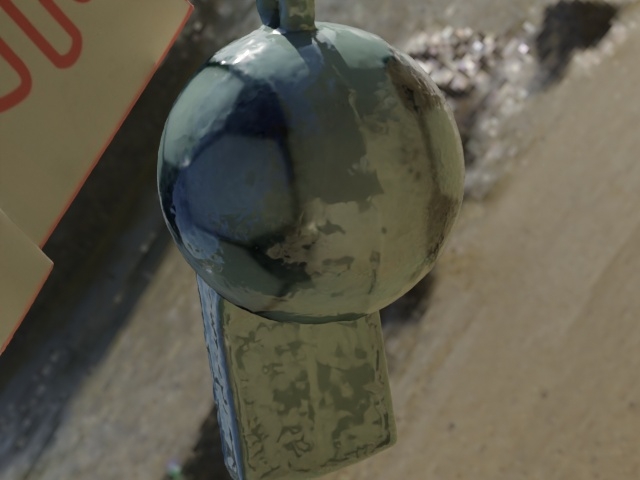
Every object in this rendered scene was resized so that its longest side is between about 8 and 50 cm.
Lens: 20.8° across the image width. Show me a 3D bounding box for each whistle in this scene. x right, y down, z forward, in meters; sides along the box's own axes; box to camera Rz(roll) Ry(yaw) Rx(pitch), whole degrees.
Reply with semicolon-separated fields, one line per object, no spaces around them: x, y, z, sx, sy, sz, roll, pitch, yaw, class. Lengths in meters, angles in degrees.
0.000;0.000;0.867;0.163;0.289;0.163;-8;16;2;whistle

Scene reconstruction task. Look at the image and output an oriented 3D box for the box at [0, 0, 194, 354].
-0.322;-0.123;1.094;0.314;0.312;0.300;-5;46;43;box
